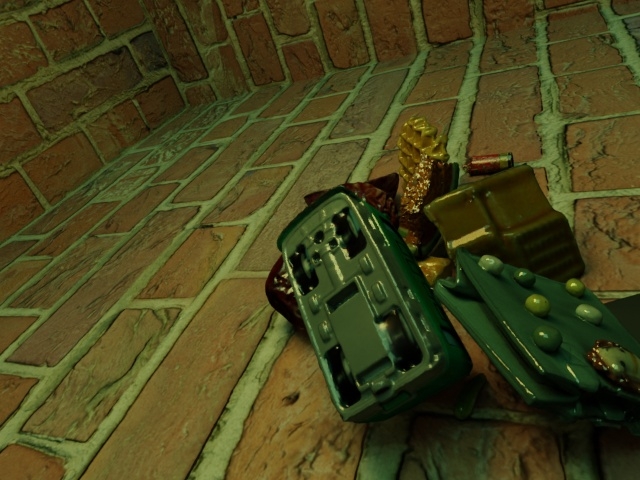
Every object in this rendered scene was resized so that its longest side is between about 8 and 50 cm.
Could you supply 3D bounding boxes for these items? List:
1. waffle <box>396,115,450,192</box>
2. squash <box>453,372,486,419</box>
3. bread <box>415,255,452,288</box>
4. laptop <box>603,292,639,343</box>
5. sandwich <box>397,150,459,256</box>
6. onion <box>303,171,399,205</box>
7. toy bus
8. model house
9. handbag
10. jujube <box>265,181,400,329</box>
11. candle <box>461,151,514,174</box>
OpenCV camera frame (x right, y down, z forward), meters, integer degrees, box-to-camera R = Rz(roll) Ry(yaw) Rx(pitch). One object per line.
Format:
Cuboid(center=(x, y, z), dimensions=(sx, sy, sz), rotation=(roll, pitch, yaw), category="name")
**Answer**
Cuboid(center=(0.260, -0.176, 1.184), dimensions=(0.065, 0.283, 0.309), rotation=(-16, -13, -4), category="waffle")
Cuboid(center=(0.229, 0.236, 0.718), dimensions=(0.027, 0.027, 0.089), rotation=(8, 40, 39), category="squash")
Cuboid(center=(0.163, 0.097, 0.929), dimensions=(0.126, 0.068, 0.188), rotation=(12, 44, 42), category="bread")
Cuboid(center=(0.520, 0.142, 0.702), dimensions=(0.129, 0.016, 0.180), rotation=(-17, 31, 6), category="laptop")
Cuboid(center=(0.210, -0.077, 0.970), dimensions=(0.079, 0.159, 0.234), rotation=(9, 79, 35), category="sandwich")
Cuboid(center=(0.089, -0.094, 1.193), dimensions=(0.250, 0.111, 0.247), rotation=(-12, 3, 1), category="onion")
Cuboid(center=(0.086, 0.100, 0.748), dimensions=(0.184, 0.200, 0.343), rotation=(-39, 53, 24), category="toy bus")
Cuboid(center=(0.353, -0.002, 0.891), dimensions=(0.268, 0.173, 0.239), rotation=(-22, 73, -9), category="model house")
Cuboid(center=(0.322, 0.120, 0.636), dimensions=(0.269, 0.100, 0.274), rotation=(19, 22, -19), category="handbag")
Cuboid(center=(0.027, 0.033, 0.994), dimensions=(0.216, 0.216, 0.342), rotation=(12, 52, 42), category="jujube")
Cuboid(center=(0.445, -0.204, 1.251), dimensions=(0.131, 0.051, 0.052), rotation=(-3, 35, 29), category="candle")
